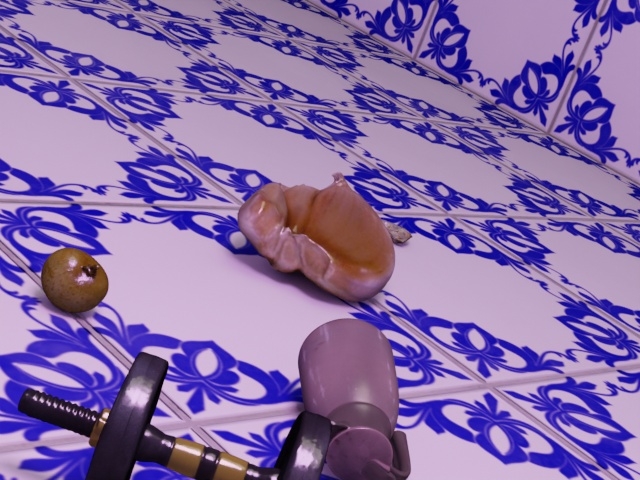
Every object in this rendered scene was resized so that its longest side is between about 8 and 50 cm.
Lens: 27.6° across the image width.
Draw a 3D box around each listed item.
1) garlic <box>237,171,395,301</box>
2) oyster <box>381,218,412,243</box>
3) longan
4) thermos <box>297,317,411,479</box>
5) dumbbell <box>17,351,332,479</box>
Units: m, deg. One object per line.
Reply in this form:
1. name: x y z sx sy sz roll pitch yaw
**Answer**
1. garlic: 0.000 0.000 1.787 0.217 0.110 0.228 35 31 5
2. oyster: 0.106 -0.016 2.077 0.083 0.019 0.054 31 22 21
3. longan: -0.263 0.040 1.413 0.075 0.083 0.075 21 54 -31
4. thermos: 0.044 0.181 1.344 0.137 0.105 0.193 48 13 -22
5. dumbbell: -0.094 0.186 1.085 0.325 0.143 0.143 20 18 -2
